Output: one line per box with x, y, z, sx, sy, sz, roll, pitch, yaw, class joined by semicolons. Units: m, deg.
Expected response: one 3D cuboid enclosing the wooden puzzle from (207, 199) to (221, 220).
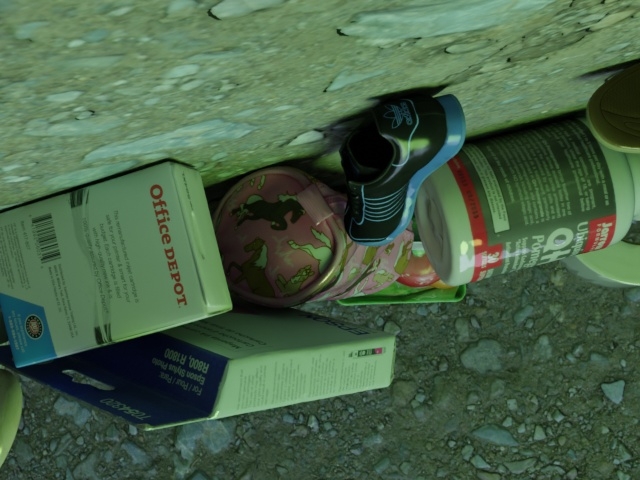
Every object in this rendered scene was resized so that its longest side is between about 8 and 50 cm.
-0.160;0.018;1.399;0.238;0.044;0.221;-31;169;19;wooden puzzle

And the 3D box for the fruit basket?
0.150;0.010;1.717;0.327;0.165;0.353;-1;169;-13;fruit basket

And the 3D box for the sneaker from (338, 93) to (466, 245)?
0.053;-0.065;1.032;0.090;0.081;0.232;-5;151;-24;sneaker

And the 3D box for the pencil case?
0.000;0.000;1.303;0.160;0.167;0.386;20;-174;17;pencil case

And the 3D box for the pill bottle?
0.290;-0.061;1.361;0.318;0.176;0.176;-14;175;-8;pill bottle

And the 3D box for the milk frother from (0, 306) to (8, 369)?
-0.480;0.138;1.521;0.129;0.135;0.143;19;-169;32;milk frother

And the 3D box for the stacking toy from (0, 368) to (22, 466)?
-0.458;0.135;0.994;0.330;0.141;0.141;30;147;-33;stacking toy

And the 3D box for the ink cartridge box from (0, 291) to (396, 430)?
-0.145;0.110;1.141;0.324;0.071;0.330;12;-172;43;ink cartridge box

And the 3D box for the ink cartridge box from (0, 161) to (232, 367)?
-0.202;0.024;1.012;0.203;0.148;0.086;-15;176;12;ink cartridge box

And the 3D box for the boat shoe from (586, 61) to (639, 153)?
0.405;-0.149;1.134;0.285;0.105;0.089;-14;172;-15;boat shoe

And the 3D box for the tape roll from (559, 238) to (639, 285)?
0.457;-0.052;1.562;0.246;0.246;0.169;-15;175;3;tape roll
